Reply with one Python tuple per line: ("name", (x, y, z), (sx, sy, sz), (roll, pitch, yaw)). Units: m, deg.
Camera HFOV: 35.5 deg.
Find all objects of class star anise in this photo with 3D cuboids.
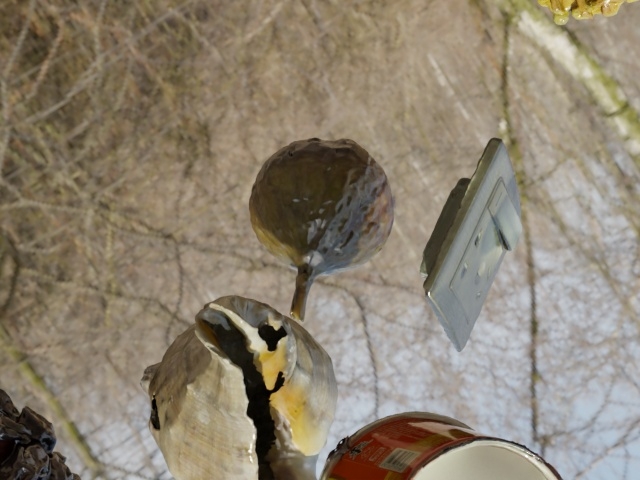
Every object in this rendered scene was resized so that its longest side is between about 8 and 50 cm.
("star anise", (-0.397, 0.280, 1.326), (0.099, 0.220, 0.214), (-46, -159, -6))

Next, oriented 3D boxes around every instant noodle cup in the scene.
("instant noodle cup", (0.111, 0.250, 0.857), (0.213, 0.213, 0.174), (-34, 178, -17))

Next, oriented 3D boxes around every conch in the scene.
("conch", (-0.088, 0.180, 1.032), (0.186, 0.263, 0.324), (-23, 148, 11))

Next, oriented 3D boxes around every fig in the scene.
("fig", (0.000, 0.000, 1.876), (0.286, 0.286, 0.368), (-29, -136, 37))

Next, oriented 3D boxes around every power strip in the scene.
("power strip", (0.210, 0.007, 1.464), (0.251, 0.092, 0.257), (-58, 151, -13))

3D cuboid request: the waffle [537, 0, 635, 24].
("waffle", (0.292, -0.323, 1.056), (0.191, 0.191, 0.038), (-30, 168, 28))
